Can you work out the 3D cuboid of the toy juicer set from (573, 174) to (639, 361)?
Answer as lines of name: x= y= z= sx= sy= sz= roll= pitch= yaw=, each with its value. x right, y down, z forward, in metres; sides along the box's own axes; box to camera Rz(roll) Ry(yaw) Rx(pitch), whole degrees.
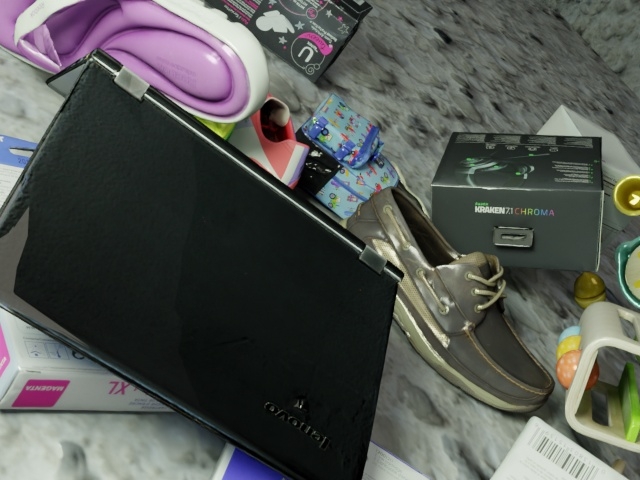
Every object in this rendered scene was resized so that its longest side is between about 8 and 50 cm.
toy juicer set: x=0.523 y=0.074 z=1.599 sx=0.329 sy=0.209 sz=0.089 roll=61 pitch=18 yaw=18

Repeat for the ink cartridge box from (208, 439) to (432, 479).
ink cartridge box: x=0.000 y=0.240 z=0.888 sx=0.206 sy=0.045 sz=0.208 roll=35 pitch=29 yaw=-5

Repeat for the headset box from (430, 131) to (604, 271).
headset box: x=0.306 y=-0.064 z=1.506 sx=0.247 sy=0.131 sz=0.283 roll=3 pitch=23 yaw=13

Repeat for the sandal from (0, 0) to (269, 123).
sandal: x=-0.252 y=-0.229 z=1.091 sx=0.416 sy=0.169 sz=0.102 roll=17 pitch=40 yaw=23

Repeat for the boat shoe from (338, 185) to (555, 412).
boat shoe: x=0.168 y=0.071 z=1.257 sx=0.355 sy=0.130 sz=0.132 roll=43 pitch=28 yaw=11

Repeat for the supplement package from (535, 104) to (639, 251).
supplement package: x=0.454 y=-0.093 z=1.772 sx=0.149 sy=0.203 sz=0.194 roll=22 pitch=31 yaw=-26

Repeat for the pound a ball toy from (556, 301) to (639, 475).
pound a ball toy: x=0.360 y=0.206 z=1.277 sx=0.136 sy=0.208 sz=0.319 roll=19 pitch=11 yaw=12

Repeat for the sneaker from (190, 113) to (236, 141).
sneaker: x=-0.157 y=-0.177 z=1.248 sx=0.110 sy=0.123 sz=0.295 roll=-10 pitch=35 yaw=-7

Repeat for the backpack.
backpack: x=0.039 y=-0.106 z=1.400 sx=0.173 sy=0.117 sz=0.158 roll=40 pitch=28 yaw=-1

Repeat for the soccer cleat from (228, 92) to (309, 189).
soccer cleat: x=-0.094 y=-0.173 z=1.340 sx=0.109 sy=0.116 sz=0.318 roll=17 pitch=34 yaw=-35

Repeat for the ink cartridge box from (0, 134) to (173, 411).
ink cartridge box: x=-0.244 y=0.023 z=0.920 sx=0.186 sy=0.065 sz=0.311 roll=10 pitch=39 yaw=-42

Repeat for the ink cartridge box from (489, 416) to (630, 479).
ink cartridge box: x=0.274 y=0.345 z=0.994 sx=0.275 sy=0.060 sz=0.239 roll=34 pitch=51 yaw=15

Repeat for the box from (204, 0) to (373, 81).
box: x=-0.055 y=-0.422 z=1.752 sx=0.247 sy=0.142 sz=0.163 roll=37 pitch=26 yaw=-3

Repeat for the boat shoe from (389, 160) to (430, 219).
boat shoe: x=0.124 y=-0.062 z=1.513 sx=0.042 sy=0.049 sz=0.133 roll=-25 pitch=70 yaw=-23

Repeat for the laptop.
laptop: x=-0.136 y=0.023 z=0.965 sx=0.382 sy=0.236 sz=0.408 roll=37 pitch=-11 yaw=-22
